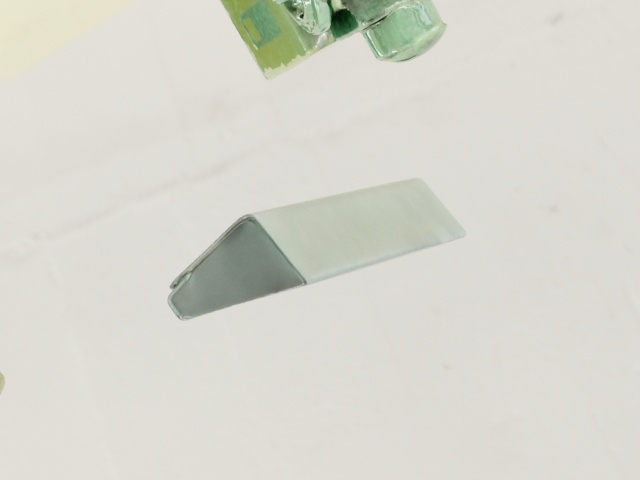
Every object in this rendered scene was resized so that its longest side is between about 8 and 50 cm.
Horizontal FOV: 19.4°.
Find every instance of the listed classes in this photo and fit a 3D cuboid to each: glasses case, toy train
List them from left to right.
[{"bbox_3d":[-0.011,-0.094,0.440,0.050,0.081,0.122,-30,-87,-15],"label":"toy train"},{"bbox_3d":[0.000,0.000,1.295,0.105,0.266,0.056,-16,-91,27],"label":"glasses case"}]

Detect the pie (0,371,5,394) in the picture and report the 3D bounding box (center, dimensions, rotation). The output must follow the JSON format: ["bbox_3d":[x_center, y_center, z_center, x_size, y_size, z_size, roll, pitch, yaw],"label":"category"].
[{"bbox_3d":[-0.316,0.145,1.328,0.068,0.128,0.282,-46,-169,34],"label":"pie"}]
